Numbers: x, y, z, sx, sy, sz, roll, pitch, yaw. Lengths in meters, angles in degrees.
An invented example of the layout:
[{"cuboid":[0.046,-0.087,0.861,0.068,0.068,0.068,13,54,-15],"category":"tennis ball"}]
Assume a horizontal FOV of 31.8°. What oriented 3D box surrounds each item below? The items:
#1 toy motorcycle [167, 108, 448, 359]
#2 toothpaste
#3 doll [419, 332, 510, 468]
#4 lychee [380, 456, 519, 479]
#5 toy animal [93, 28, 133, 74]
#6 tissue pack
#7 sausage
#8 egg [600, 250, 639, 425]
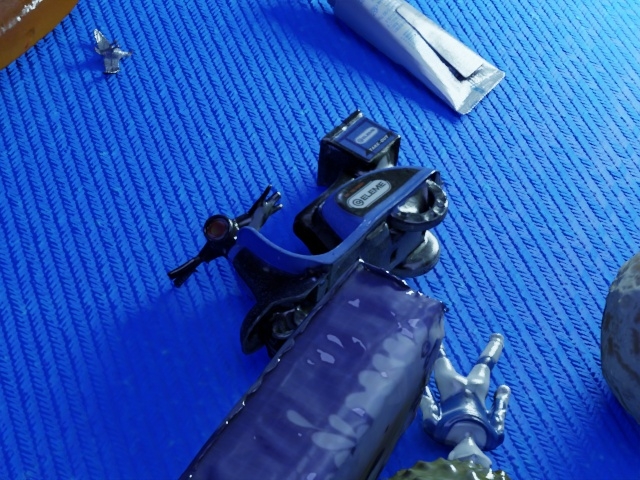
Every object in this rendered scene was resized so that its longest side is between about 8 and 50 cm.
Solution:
[{"cuboid":[0.000,0.000,1.285,0.213,0.125,0.358,31,50,23],"category":"toy motorcycle"},{"cuboid":[0.114,-0.291,1.575,0.299,0.073,0.114,39,54,10],"category":"toothpaste"},{"cuboid":[0.150,0.185,1.206,0.114,0.057,0.227,15,41,-8],"category":"doll"},{"cuboid":[0.132,0.312,0.972,0.255,0.274,0.255,6,70,-17],"category":"lychee"},{"cuboid":[-0.272,-0.249,1.478,0.050,0.028,0.084,-11,55,-9],"category":"toy animal"},{"cuboid":[-0.020,0.205,1.032,0.125,0.242,0.343,27,52,15],"category":"tissue pack"},{"cuboid":[-0.420,-0.267,1.424,0.097,0.094,0.348,20,51,22],"category":"sausage"},{"cuboid":[0.406,0.106,1.227,0.203,0.203,0.245,5,60,-8],"category":"egg"}]
